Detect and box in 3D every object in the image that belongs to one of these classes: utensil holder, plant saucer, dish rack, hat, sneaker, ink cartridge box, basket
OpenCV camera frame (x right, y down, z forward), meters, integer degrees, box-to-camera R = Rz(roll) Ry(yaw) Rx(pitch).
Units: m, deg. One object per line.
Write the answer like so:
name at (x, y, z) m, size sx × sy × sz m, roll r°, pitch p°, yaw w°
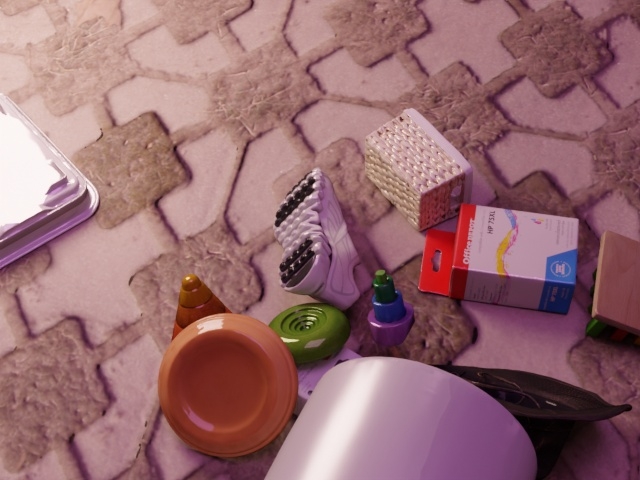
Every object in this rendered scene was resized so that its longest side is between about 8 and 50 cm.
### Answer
utensil holder at (0.058, 0.379, 1.465) m, size 0.328 × 0.327 × 0.385 m, roll 18°, pitch 50°, yaw 13°
plant saucer at (-0.131, 0.200, 1.710) m, size 0.200 × 0.037 × 0.200 m, roll 0°, pitch 87°, yaw 10°
dish rack at (-0.550, -0.107, 2.000) m, size 0.285 × 0.072 × 0.333 m, roll -32°, pitch 60°, yaw -25°
hat at (0.246, 0.254, 1.666) m, size 0.331 × 0.331 × 0.134 m, roll 8°, pitch 91°, yaw 5°
sneaker at (0.000, 0.000, 1.917) m, size 0.118 × 0.110 × 0.292 m, roll 32°, pitch 31°, yaw -25°
ink cartridge box at (0.274, 0.024, 1.907) m, size 0.231 × 0.078 × 0.134 m, roll 8°, pitch 51°, yaw 5°
ink cartridge box at (0.034, 0.217, 1.753) m, size 0.150 × 0.063 × 0.109 m, roll 28°, pitch 54°, yaw 22°
basket at (0.154, -0.111, 1.994) m, size 0.103 × 0.113 × 0.167 m, roll -29°, pitch 57°, yaw -18°

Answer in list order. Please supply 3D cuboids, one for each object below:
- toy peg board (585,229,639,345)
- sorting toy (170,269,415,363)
toy peg board at (0.478, 0.092, 1.872) m, size 0.161 × 0.079 × 0.161 m, roll 20°, pitch 53°, yaw -5°
sorting toy at (-0.054, 0.092, 1.752) m, size 0.366 × 0.126 × 0.127 m, roll -6°, pitch 31°, yaw 15°
